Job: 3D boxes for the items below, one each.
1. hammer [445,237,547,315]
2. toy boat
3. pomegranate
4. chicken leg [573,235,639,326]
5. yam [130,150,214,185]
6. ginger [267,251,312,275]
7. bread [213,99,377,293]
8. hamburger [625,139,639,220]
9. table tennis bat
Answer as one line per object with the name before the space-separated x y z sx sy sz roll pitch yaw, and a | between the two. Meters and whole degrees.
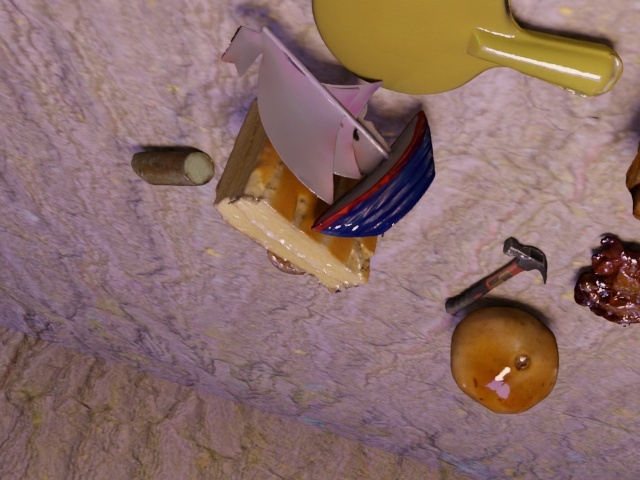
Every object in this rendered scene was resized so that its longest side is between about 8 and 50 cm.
hammer | 0.331 0.087 1.069 0.111 0.033 0.287 25 147 -10
toy boat | 0.009 -0.122 0.692 0.319 0.218 0.072 22 172 -21
pomegranate | 0.375 0.244 1.110 0.233 0.233 0.233 13 147 8
chicken leg | 0.550 0.043 0.863 0.177 0.083 0.323 48 141 -17
yam | -0.274 -0.131 0.997 0.147 0.069 0.069 2 144 20
ginger | 0.012 0.006 1.080 0.150 0.065 0.259 20 144 -28
bread | -0.016 -0.074 0.794 0.239 0.245 0.111 36 139 -27
hamburger | 0.514 -0.089 0.583 0.305 0.174 0.284 25 149 -12
table tennis bat | 0.165 -0.246 0.635 0.369 0.054 0.224 18 151 6
